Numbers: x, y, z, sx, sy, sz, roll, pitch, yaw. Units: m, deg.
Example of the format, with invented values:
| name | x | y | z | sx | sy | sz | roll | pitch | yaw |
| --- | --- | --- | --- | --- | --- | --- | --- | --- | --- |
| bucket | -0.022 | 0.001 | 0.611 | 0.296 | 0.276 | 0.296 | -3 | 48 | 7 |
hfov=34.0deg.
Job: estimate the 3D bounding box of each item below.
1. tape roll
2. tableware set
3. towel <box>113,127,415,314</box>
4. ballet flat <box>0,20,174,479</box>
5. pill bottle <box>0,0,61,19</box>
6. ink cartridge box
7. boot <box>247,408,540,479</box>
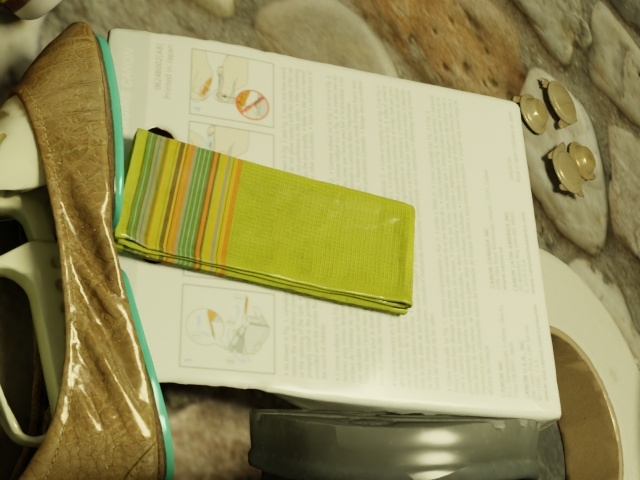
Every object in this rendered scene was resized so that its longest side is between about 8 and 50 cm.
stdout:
| name | x | y | z | sx | sy | sz | roll | pitch | yaw |
| --- | --- | --- | --- | --- | --- | --- | --- | --- | --- |
| tape roll | 0.221 | 0.191 | 1.052 | 0.392 | 0.072 | 0.392 | 26 | 53 | -39 |
| tableware set | 0.313 | -0.135 | 1.366 | 0.141 | 0.020 | 0.169 | -16 | 82 | -53 |
| towel | -0.036 | -0.014 | 0.804 | 0.237 | 0.021 | 0.102 | 14 | 62 | -16 |
| ballet flat | -0.183 | 0.011 | 0.684 | 0.124 | 0.116 | 0.343 | -3 | 76 | -28 |
| pill bottle | -0.246 | -0.266 | 0.730 | 0.215 | 0.117 | 0.117 | 44 | 43 | -24 |
| ink cartridge box | 0.000 | 0.000 | 0.877 | 0.384 | 0.091 | 0.308 | 7 | 62 | -18 |
| boot | 0.039 | 0.320 | 0.555 | 0.367 | 0.146 | 0.445 | 57 | 35 | -75 |
